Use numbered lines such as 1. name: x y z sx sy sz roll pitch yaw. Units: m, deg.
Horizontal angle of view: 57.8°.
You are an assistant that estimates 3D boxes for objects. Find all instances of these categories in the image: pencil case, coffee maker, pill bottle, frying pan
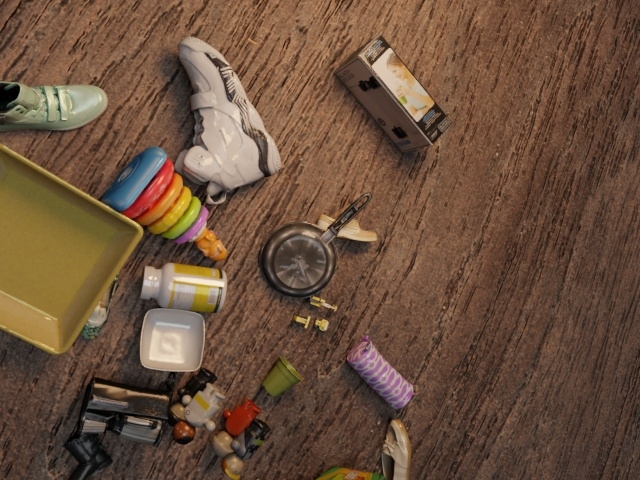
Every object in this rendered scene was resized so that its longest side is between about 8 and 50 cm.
1. pencil case: 0.158 0.348 1.521 0.206 0.086 0.088 50 46 -15
2. coffee maker: -0.429 0.357 1.282 0.178 0.120 0.171 19 42 -21
3. pill bottle: -0.313 0.106 1.322 0.184 0.103 0.103 10 86 -21
4. frying pan: 0.008 0.028 1.440 0.325 0.053 0.198 -20 101 -3

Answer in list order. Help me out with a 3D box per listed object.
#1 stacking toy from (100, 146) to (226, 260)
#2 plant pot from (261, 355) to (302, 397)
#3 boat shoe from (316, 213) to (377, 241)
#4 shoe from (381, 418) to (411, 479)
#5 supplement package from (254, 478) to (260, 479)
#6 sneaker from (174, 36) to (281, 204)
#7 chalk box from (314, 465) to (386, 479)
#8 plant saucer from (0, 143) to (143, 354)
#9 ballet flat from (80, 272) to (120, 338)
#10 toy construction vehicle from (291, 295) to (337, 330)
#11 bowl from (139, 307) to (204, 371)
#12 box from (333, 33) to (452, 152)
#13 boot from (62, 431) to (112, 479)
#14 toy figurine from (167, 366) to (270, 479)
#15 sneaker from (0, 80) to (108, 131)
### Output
1. stacking toy: -0.320 -0.053 1.308 0.302 0.175 0.166 44 69 -28
2. plant pot: -0.100 0.341 1.426 0.079 0.083 0.083 -43 105 -3
3. boat shoe: 0.071 -0.033 1.495 0.169 0.063 0.059 9 92 -20
4. shoe: 0.198 0.585 1.536 0.058 0.076 0.219 -5 94 -26
5. supplement package: -0.163 0.687 1.379 0.105 0.105 0.180 -13 95 -21
6. sneaker: -0.261 -0.266 1.323 0.210 0.137 0.366 -38 106 -20
7. chalk box: 0.022 0.687 1.355 0.288 0.180 0.179 -16 96 -50
8. plant saucer: -0.592 0.020 1.195 0.332 0.081 0.333 33 93 -18
9. ballet flat: -0.489 0.127 1.274 0.070 0.070 0.189 14 85 -21
10. toy construction vehicle: -0.013 0.187 1.476 0.098 0.035 0.086 25 81 -20
11. bowl: -0.340 0.230 1.323 0.141 0.053 0.142 10 66 -21
12. box: 0.182 -0.368 1.485 0.087 0.169 0.290 -47 107 -13
13. boot: -0.527 0.479 1.269 0.121 0.045 0.099 -35 105 -25
14. toy figurine: -0.235 0.410 1.297 0.213 0.209 0.148 41 82 -16
15. sneaker: -0.568 -0.281 1.197 0.255 0.151 0.094 -16 94 -22
